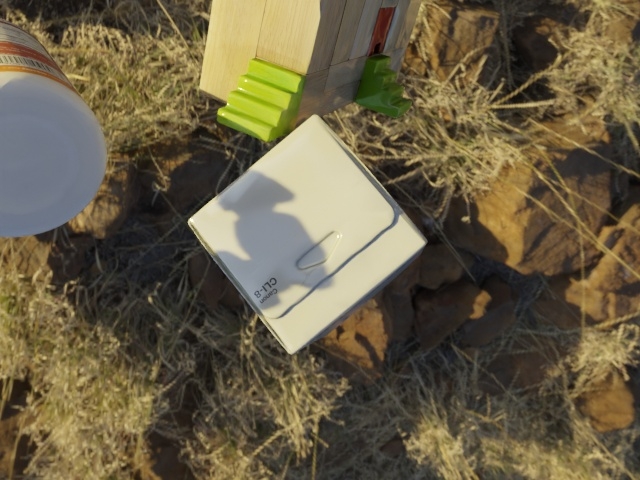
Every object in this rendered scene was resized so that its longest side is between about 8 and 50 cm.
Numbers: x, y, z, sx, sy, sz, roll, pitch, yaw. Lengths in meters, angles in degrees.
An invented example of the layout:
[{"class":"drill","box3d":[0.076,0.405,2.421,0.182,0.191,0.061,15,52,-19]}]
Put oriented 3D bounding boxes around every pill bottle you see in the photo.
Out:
[{"class":"pill bottle","box3d":[-0.256,-0.103,0.483,0.121,0.216,0.121,-20,130,-25]}]

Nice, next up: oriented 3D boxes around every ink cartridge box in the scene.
[{"class":"ink cartridge box","box3d":[0.000,0.000,0.512,0.128,0.176,0.127,-40,82,3]}]

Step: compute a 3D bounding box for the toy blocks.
[{"class":"toy blocks","box3d":[0.023,-0.269,0.583,0.191,0.381,0.261,24,119,15]}]
